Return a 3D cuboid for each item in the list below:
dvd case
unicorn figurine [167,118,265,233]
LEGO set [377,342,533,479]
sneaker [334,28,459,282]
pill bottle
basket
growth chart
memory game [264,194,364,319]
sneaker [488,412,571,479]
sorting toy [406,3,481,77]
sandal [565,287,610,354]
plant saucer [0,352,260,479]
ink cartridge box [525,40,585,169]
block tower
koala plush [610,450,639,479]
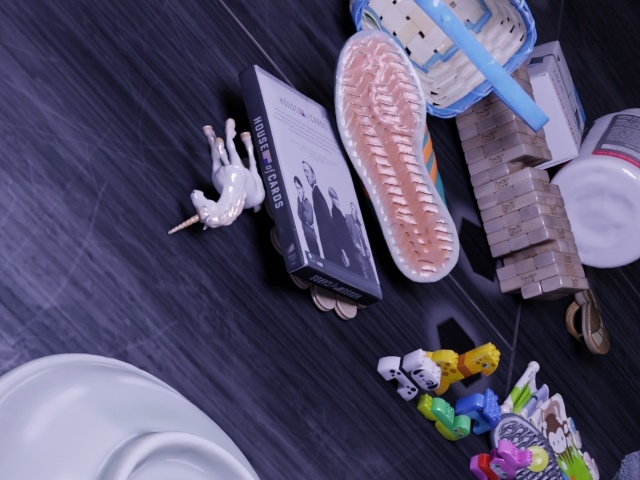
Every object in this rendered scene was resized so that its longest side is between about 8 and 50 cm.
[{"bbox_3d":[-0.009,-0.057,1.543,0.179,0.030,0.238,26,44,-58],"label":"dvd case"},{"bbox_3d":[-0.092,-0.062,1.434,0.162,0.060,0.111,8,67,-59],"label":"unicorn figurine"},{"bbox_3d":[0.174,0.176,1.628,0.227,0.093,0.087,47,34,-25],"label":"LEGO set"},{"bbox_3d":[0.081,-0.101,1.675,0.121,0.108,0.302,-114,-172,-79],"label":"sneaker"},{"bbox_3d":[0.462,-0.096,2.197,0.176,0.176,0.318,58,31,-9],"label":"pill bottle"},{"bbox_3d":[0.167,-0.268,1.823,0.255,0.201,0.289,45,4,-27],"label":"basket"},{"bbox_3d":[0.307,0.271,1.830,0.237,0.021,0.172,59,31,-11],"label":"growth chart"},{"bbox_3d":[0.000,0.000,1.579,0.186,0.012,0.186,36,39,-37],"label":"memory game"},{"bbox_3d":[0.270,0.302,1.723,0.069,0.082,0.209,-38,86,-16],"label":"sneaker"},{"bbox_3d":[0.190,-0.312,2.076,0.348,0.047,0.196,45,35,-28],"label":"sorting toy"},{"bbox_3d":[0.376,0.113,2.039,0.072,0.049,0.180,56,16,-23],"label":"sandal"},{"bbox_3d":[-0.121,0.263,1.104,0.400,0.101,0.400,37,39,-38],"label":"plant saucer"},{"bbox_3d":[0.337,-0.205,2.145,0.190,0.082,0.139,-61,131,-64],"label":"ink cartridge box"},{"bbox_3d":[0.267,-0.083,1.949,0.097,0.091,0.335,7,66,-56],"label":"block tower"},{"bbox_3d":[0.466,0.388,1.812,0.221,0.196,0.203,38,39,-40],"label":"koala plush"}]
